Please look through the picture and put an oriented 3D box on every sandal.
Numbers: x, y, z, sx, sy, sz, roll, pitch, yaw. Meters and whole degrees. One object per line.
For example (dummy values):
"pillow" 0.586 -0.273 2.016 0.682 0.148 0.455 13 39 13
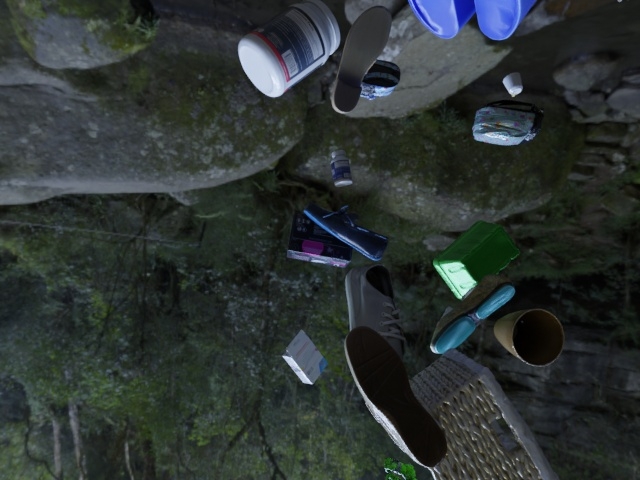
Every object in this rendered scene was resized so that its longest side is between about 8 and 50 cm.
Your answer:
"sandal" 0.078 -0.408 0.958 0.088 0.240 0.079 20 -173 -19

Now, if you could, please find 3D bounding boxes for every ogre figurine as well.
"ogre figurine" 0.251 0.737 1.226 0.118 0.097 0.197 8 -140 -44

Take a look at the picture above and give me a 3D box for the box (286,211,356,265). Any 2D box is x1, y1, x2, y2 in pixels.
"box" 0.000 0.000 1.666 0.247 0.164 0.142 10 164 -4

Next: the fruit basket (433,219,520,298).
"fruit basket" 0.743 0.108 2.077 0.392 0.283 0.392 -36 -177 2

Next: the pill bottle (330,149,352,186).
"pill bottle" 0.073 -0.258 1.499 0.067 0.120 0.067 -9 172 -1

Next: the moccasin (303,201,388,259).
"moccasin" 0.099 -0.055 1.555 0.342 0.117 0.137 32 -179 -18

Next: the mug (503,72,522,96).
"mug" 0.726 -0.577 1.566 0.078 0.064 0.062 13 150 -41

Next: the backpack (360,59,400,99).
"backpack" 0.227 -0.647 1.683 0.173 0.158 0.117 9 154 0

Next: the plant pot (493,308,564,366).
"plant pot" 0.892 0.411 1.868 0.237 0.237 0.254 -2 176 -7

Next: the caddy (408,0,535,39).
"caddy" 0.264 -0.511 0.706 0.241 0.179 0.341 26 171 41

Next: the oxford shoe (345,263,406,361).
"oxford shoe" 0.174 0.249 1.198 0.169 0.450 0.130 26 132 -37

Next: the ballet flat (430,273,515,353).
"ballet flat" 0.493 0.240 1.416 0.348 0.123 0.123 -41 -171 1

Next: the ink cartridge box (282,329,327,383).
"ink cartridge box" -0.066 0.428 1.554 0.061 0.181 0.104 -12 -153 49

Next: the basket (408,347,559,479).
"basket" 0.391 0.526 1.170 0.266 0.328 0.331 -31 175 -1

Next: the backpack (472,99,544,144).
"backpack" 0.567 -0.356 1.293 0.181 0.115 0.152 11 172 5

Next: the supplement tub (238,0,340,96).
"supplement tub" -0.093 -0.584 1.270 0.272 0.191 0.191 -42 -156 -18

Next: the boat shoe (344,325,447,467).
"boat shoe" 0.152 0.362 0.976 0.121 0.341 0.110 -26 170 -24
